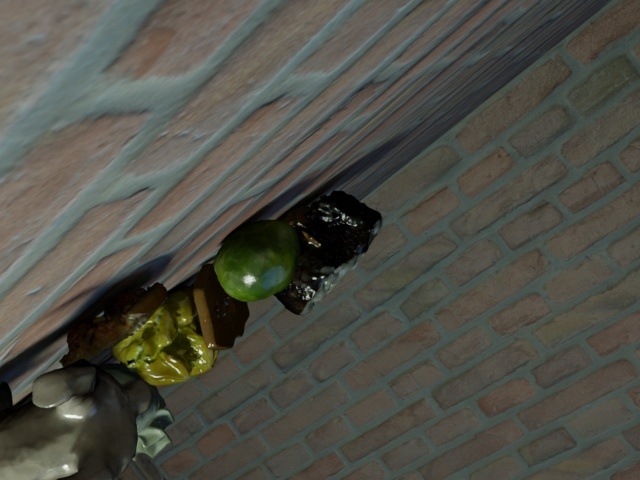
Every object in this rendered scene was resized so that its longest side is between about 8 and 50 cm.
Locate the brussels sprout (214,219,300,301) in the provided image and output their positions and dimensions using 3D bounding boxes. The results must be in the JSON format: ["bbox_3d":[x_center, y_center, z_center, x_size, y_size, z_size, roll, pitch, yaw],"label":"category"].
[{"bbox_3d":[-0.118,0.038,1.331,0.180,0.144,0.161,124,-20,-44],"label":"brussels sprout"}]

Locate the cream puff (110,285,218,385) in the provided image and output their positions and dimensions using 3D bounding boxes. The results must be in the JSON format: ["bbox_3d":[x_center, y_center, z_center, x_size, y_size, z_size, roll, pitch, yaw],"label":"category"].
[{"bbox_3d":[-0.292,0.201,1.486,0.195,0.194,0.221,-39,180,42],"label":"cream puff"}]

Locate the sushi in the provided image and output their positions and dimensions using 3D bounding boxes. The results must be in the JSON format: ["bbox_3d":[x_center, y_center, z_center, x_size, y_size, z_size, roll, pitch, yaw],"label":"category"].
[{"bbox_3d":[0.000,0.000,1.656,0.348,0.207,0.234,-43,170,-44],"label":"sushi"}]

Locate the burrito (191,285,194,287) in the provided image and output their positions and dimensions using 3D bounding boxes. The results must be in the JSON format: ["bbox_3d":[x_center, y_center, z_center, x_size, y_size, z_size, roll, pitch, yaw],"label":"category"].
[{"bbox_3d":[-0.267,0.124,1.761,0.104,0.054,0.288,-38,178,0],"label":"burrito"}]

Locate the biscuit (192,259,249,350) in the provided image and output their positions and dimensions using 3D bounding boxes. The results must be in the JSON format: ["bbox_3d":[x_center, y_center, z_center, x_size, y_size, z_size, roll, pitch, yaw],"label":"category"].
[{"bbox_3d":[-0.197,0.123,1.492,0.034,0.182,0.215,-6,-166,19],"label":"biscuit"}]

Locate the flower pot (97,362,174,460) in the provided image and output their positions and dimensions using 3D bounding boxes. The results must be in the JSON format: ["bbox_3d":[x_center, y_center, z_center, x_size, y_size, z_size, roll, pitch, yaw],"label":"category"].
[{"bbox_3d":[-0.557,0.477,1.786,0.367,0.254,0.164,-35,157,-16],"label":"flower pot"}]

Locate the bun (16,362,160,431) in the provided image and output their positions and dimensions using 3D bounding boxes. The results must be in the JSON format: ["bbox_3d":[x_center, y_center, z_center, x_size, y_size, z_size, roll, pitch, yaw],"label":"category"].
[{"bbox_3d":[-0.500,0.374,1.487,0.354,0.194,0.354,-37,175,-4],"label":"bun"}]

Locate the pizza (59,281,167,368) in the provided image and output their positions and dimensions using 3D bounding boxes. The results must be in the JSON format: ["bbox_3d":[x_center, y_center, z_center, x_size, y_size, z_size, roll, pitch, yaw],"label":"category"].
[{"bbox_3d":[-0.308,0.122,1.057,0.193,0.053,0.201,-38,-171,-9],"label":"pizza"}]

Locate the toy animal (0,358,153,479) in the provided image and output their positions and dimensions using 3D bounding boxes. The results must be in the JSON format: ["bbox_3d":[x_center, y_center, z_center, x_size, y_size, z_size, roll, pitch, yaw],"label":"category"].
[{"bbox_3d":[-0.402,0.286,0.995,0.344,0.194,0.303,-20,179,5],"label":"toy animal"}]
